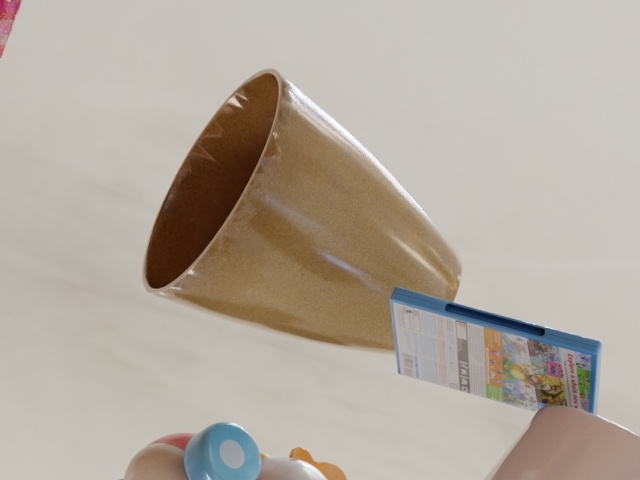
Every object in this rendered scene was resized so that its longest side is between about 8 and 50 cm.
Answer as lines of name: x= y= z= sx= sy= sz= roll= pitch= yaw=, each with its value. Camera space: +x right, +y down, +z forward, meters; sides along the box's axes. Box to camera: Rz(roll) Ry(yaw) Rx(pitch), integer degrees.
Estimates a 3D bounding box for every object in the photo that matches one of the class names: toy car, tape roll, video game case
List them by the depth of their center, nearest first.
tape roll: x=0.249 y=0.255 z=1.357 sx=0.100 sy=0.286 sz=0.286 roll=-49 pitch=-153 yaw=-16
video game case: x=0.138 y=0.093 z=1.399 sx=0.119 sy=0.166 sz=0.015 roll=81 pitch=28 yaw=-55
toy car: x=-0.068 y=0.271 z=1.828 sx=0.219 sy=0.238 sz=0.210 roll=-34 pitch=-97 yaw=44

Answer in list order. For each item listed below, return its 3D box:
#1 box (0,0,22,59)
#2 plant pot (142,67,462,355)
box: x=-0.371 y=-0.141 z=1.497 sx=0.257 sy=0.128 sz=0.122 roll=-34 pitch=-146 yaw=48
plant pot: x=0.000 y=0.000 z=1.681 sx=0.237 sy=0.254 sz=0.237 roll=-49 pitch=-157 yaw=30
